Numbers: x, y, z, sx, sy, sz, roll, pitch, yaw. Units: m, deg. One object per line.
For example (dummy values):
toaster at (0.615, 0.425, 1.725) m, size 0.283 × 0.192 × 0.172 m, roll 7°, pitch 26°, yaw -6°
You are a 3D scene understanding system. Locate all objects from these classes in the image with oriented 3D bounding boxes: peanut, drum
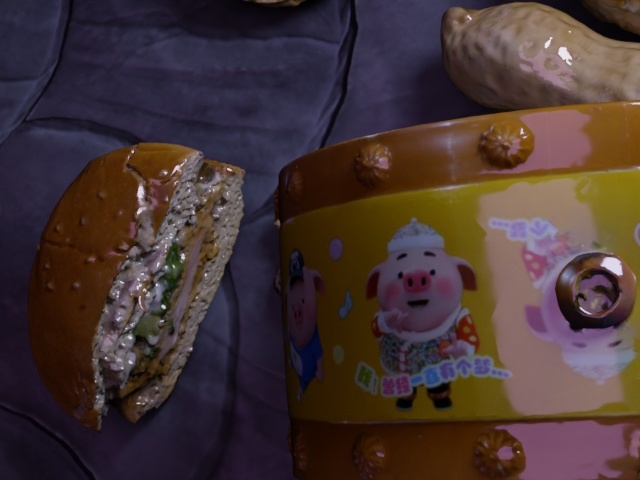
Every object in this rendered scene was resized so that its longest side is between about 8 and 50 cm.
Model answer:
peanut at (0.207, -0.130, 1.007) m, size 0.263 × 0.101 × 0.117 m, roll 28°, pitch 137°, yaw 24°
drum at (0.177, 0.044, 0.832) m, size 0.431 × 0.431 × 0.214 m, roll -5°, pitch 84°, yaw 22°

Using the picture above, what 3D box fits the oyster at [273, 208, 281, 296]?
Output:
oyster at (-0.001, 0.000, 1.115) m, size 0.108 × 0.053 × 0.165 m, roll -1°, pitch 91°, yaw 33°

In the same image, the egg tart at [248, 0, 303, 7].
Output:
egg tart at (-0.042, -0.340, 1.142) m, size 0.241 × 0.106 × 0.241 m, roll -3°, pitch 81°, yaw 18°

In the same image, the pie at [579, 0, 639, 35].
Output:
pie at (0.291, -0.319, 0.991) m, size 0.315 × 0.092 × 0.315 m, roll -9°, pitch 68°, yaw 25°

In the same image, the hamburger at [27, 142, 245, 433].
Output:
hamburger at (-0.194, 0.032, 1.140) m, size 0.157 × 0.144 × 0.283 m, roll 25°, pitch 96°, yaw 23°
